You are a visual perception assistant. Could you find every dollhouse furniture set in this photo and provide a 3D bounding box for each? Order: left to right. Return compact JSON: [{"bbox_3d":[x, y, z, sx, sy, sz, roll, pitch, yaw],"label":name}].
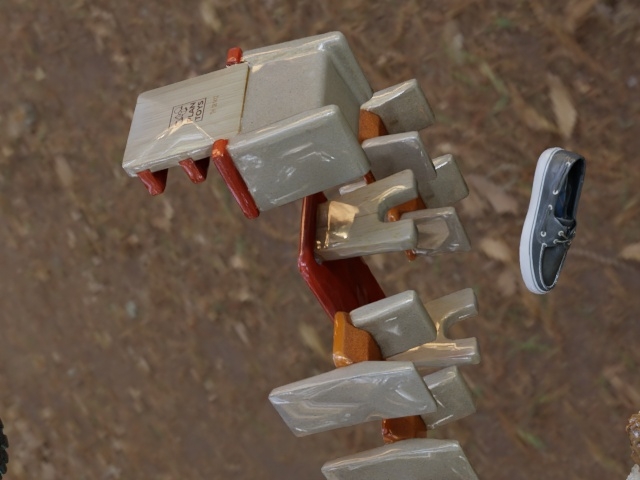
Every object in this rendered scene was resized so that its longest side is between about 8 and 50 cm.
[{"bbox_3d":[0.000,0.000,0.837,0.135,0.262,0.259,-15,132,19],"label":"dollhouse furniture set"}]

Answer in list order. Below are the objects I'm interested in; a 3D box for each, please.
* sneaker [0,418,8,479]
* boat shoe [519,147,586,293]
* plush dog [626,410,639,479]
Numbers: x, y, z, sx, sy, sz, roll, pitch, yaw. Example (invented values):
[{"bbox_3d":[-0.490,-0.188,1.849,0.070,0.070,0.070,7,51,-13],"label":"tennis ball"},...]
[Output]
[{"bbox_3d":[-0.374,0.224,1.082,0.122,0.283,0.110,-21,93,22],"label":"sneaker"},{"bbox_3d":[0.223,-0.017,1.251,0.040,0.049,0.142,12,98,51],"label":"boat shoe"},{"bbox_3d":[0.352,0.210,1.146,0.262,0.225,0.211,-36,86,31],"label":"plush dog"}]
